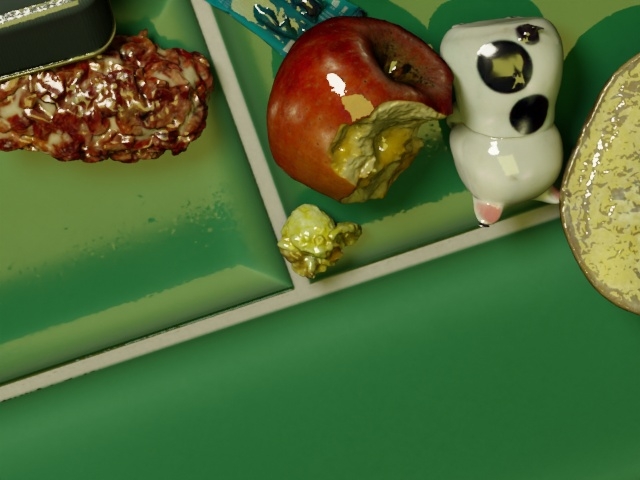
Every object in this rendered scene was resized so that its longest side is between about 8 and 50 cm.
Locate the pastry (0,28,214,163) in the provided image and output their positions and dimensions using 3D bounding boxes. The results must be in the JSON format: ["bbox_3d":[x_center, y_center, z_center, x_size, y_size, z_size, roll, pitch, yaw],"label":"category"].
[{"bbox_3d":[-0.200,-0.129,1.570,0.208,0.097,0.115,6,118,-6],"label":"pastry"}]

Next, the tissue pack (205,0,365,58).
[{"bbox_3d":[-0.035,-0.214,1.583,0.138,0.028,0.085,36,103,-10],"label":"tissue pack"}]

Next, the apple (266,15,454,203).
[{"bbox_3d":[0.025,-0.115,1.551,0.147,0.156,0.158,39,129,1],"label":"apple"}]

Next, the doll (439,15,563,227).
[{"bbox_3d":[0.166,-0.117,1.584,0.110,0.107,0.181,-12,116,-21],"label":"doll"}]

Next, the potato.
[{"bbox_3d":[0.268,-0.066,1.601,0.100,0.120,0.261,8,95,3],"label":"potato"}]

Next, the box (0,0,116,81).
[{"bbox_3d":[-0.285,-0.216,1.493,0.201,0.090,0.144,-14,71,-6],"label":"box"}]

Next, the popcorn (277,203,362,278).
[{"bbox_3d":[0.000,-0.002,1.637,0.083,0.059,0.068,-12,108,-8],"label":"popcorn"}]
